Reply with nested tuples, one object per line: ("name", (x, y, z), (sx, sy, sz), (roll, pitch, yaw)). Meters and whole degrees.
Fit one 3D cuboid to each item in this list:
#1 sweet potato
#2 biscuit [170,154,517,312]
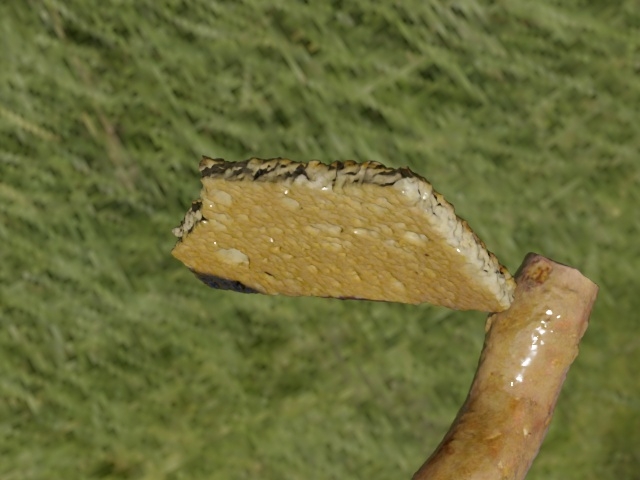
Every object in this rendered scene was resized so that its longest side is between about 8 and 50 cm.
("sweet potato", (0.080, 0.143, 1.098), (0.067, 0.059, 0.281), (31, 86, -49))
("biscuit", (-0.009, -0.007, 1.097), (0.131, 0.237, 0.026), (47, 58, -40))
